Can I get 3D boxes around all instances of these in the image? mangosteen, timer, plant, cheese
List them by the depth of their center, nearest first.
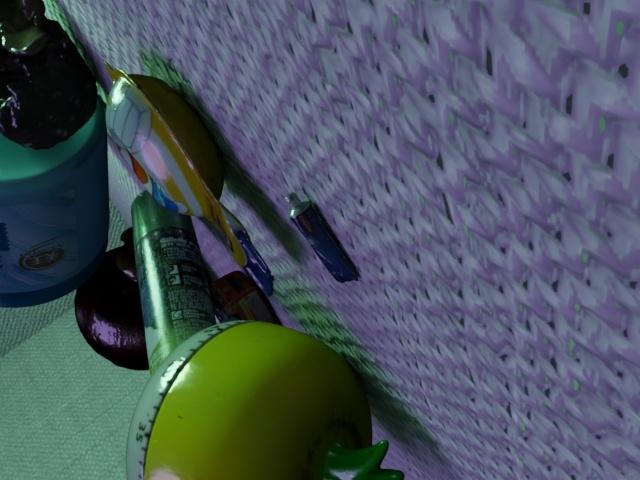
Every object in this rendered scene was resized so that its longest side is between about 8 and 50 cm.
[{"bbox_3d":[-0.125,-0.062,0.611,0.270,0.069,0.177,50,165,13],"label":"cheese"},{"bbox_3d":[-0.033,0.222,0.663,0.285,0.285,0.285,48,164,18],"label":"timer"},{"bbox_3d":[-0.428,-0.243,0.915,0.178,0.204,0.234,40,166,8],"label":"plant"},{"bbox_3d":[-0.371,0.125,1.362,0.297,0.297,0.293,47,162,24],"label":"mangosteen"}]

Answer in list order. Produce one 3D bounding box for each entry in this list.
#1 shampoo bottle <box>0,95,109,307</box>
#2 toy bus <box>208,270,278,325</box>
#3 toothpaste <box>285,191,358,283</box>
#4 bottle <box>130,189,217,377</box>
[{"bbox_3d":[-0.548,-0.107,1.152,0.331,0.331,0.343,48,144,19],"label":"shampoo bottle"},{"bbox_3d":[-0.108,0.125,0.960,0.079,0.077,0.174,39,159,46],"label":"toy bus"},{"bbox_3d":[0.000,0.000,0.472,0.027,0.019,0.083,-8,123,54],"label":"toothpaste"},{"bbox_3d":[-0.201,0.060,0.883,0.093,0.093,0.330,71,178,-48],"label":"bottle"}]
